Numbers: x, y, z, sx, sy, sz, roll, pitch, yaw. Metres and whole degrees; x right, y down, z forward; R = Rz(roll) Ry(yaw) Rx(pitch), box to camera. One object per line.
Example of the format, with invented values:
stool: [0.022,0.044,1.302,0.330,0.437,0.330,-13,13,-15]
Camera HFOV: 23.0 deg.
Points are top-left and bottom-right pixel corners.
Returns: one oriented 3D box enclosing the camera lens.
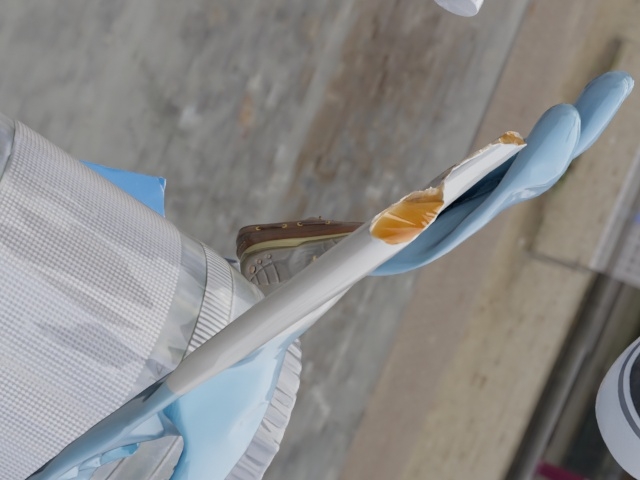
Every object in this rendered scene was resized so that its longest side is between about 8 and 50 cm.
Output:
camera lens: [-0.178,0.062,0.965,0.219,0.274,0.219,-43,-154,27]

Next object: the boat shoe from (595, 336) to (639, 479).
boat shoe: [0.217,0.038,0.613,0.076,0.228,0.080,112,-36,-55]

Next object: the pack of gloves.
pack of gloves: [0.005,0.033,0.517,0.232,0.046,0.195,-37,176,40]

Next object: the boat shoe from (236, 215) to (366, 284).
boat shoe: [0.000,0.000,1.607,0.064,0.178,0.060,102,-23,-45]

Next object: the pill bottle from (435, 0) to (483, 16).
pill bottle: [0.094,-0.171,0.903,0.083,0.043,0.043,-63,166,-15]

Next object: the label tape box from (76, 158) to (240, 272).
label tape box: [-0.185,0.066,1.236,0.115,0.249,0.347,-28,-121,42]
